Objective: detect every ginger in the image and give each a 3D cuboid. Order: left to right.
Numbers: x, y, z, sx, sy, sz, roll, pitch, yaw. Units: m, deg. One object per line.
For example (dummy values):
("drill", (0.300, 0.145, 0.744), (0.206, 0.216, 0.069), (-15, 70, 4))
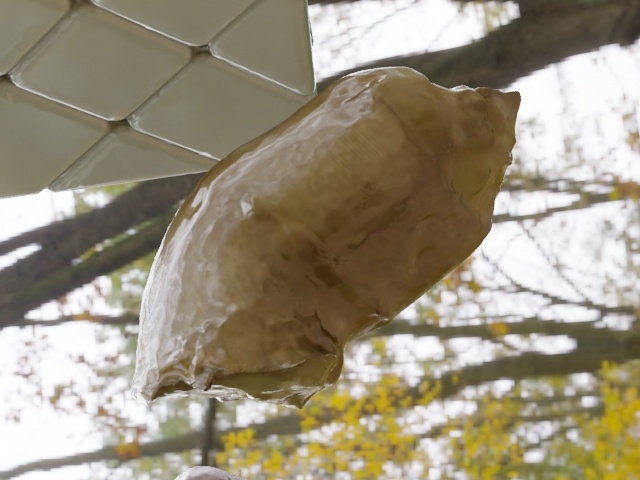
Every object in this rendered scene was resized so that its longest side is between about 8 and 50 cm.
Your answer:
("ginger", (0.000, 0.000, 0.770), (0.267, 0.152, 0.138), (-48, -39, -6))

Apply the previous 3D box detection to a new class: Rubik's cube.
("Rubik's cube", (-0.178, -0.252, 1.059), (0.322, 0.319, 0.316), (82, 179, -60))

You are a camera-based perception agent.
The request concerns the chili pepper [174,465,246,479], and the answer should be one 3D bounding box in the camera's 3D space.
("chili pepper", (-0.042, 0.190, 0.709), (0.144, 0.253, 0.136), (-3, -67, -24))
